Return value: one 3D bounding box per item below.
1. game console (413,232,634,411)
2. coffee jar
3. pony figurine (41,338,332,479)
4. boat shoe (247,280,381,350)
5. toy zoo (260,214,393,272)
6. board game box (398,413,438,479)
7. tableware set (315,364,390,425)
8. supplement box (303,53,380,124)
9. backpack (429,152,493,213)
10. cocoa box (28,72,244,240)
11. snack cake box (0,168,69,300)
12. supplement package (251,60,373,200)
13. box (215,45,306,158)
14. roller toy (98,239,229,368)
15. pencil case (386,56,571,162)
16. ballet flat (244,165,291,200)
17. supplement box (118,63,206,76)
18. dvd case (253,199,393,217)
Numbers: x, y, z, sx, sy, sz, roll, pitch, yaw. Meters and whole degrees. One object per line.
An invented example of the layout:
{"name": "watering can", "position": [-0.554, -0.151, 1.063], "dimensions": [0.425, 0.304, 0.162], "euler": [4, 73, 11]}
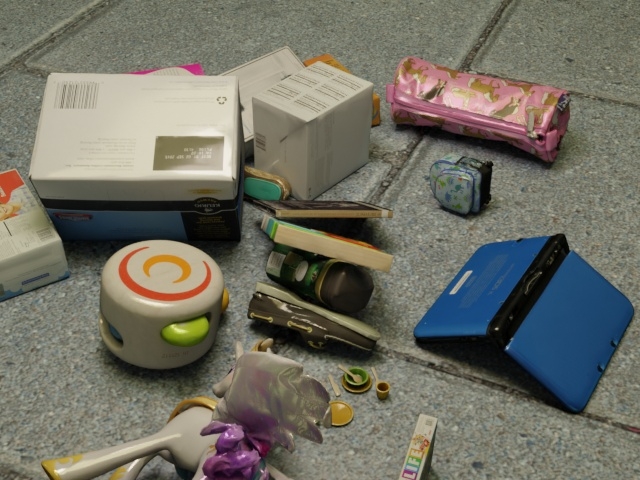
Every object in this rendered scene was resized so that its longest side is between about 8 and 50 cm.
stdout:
{"name": "game console", "position": [0.343, 0.135, 1.494], "dimensions": [0.250, 0.173, 0.293], "euler": [-8, 25, 42]}
{"name": "coffee jar", "position": [-0.001, 0.060, 1.487], "dimensions": [0.184, 0.079, 0.096], "euler": [20, -4, 45]}
{"name": "pony figurine", "position": [-0.120, 0.275, 1.137], "dimensions": [0.363, 0.303, 0.351], "euler": [-33, 35, -27]}
{"name": "boat shoe", "position": [-0.013, 0.137, 1.453], "dimensions": [0.227, 0.069, 0.081], "euler": [22, 2, 18]}
{"name": "toy zoo", "position": [0.000, 0.000, 1.525], "dimensions": [0.192, 0.030, 0.293], "euler": [16, 3, -9]}
{"name": "board game box", "position": [0.123, 0.324, 1.190], "dimensions": [0.026, 0.103, 0.154], "euler": [12, 40, 14]}
{"name": "tableware set", "position": [0.030, 0.236, 1.362], "dimensions": [0.154, 0.024, 0.104], "euler": [-9, 40, -13]}
{"name": "supplement box", "position": [0.047, -0.340, 2.039], "dimensions": [0.078, 0.080, 0.233], "euler": [-21, 46, -22]}
{"name": "backpack", "position": [0.268, -0.113, 1.739], "dimensions": [0.114, 0.105, 0.084], "euler": [23, 42, 33]}
{"name": "cocoa box", "position": [-0.315, -0.145, 1.621], "dimensions": [0.347, 0.228, 0.231], "euler": [0, 62, -1]}
{"name": "snack cake box", "position": [-0.575, -0.014, 1.608], "dimensions": [0.152, 0.089, 0.264], "euler": [-22, 44, -23]}
{"name": "supplement package", "position": [-0.016, -0.222, 1.795], "dimensions": [0.149, 0.194, 0.203], "euler": [29, 46, 29]}
{"name": "box", "position": [-0.139, -0.288, 1.909], "dimensions": [0.290, 0.087, 0.169], "euler": [-31, 77, -33]}
{"name": "roller toy", "position": [-0.254, 0.104, 1.423], "dimensions": [0.191, 0.146, 0.209], "euler": [15, 34, 3]}
{"name": "pencil case", "position": [0.337, -0.287, 1.920], "dimensions": [0.386, 0.167, 0.160], "euler": [18, 79, 20]}
{"name": "ballet flat", "position": [-0.147, -0.117, 1.779], "dimensions": [0.206, 0.073, 0.067], "euler": [24, 17, 22]}
{"name": "supplement box", "position": [-0.356, -0.305, 1.959], "dimensions": [0.220, 0.114, 0.111], "euler": [-12, 39, -13]}
{"name": "dvd case", "position": [0.002, -0.058, 1.644], "dimensions": [0.221, 0.018, 0.164], "euler": [-1, 9, -19]}
